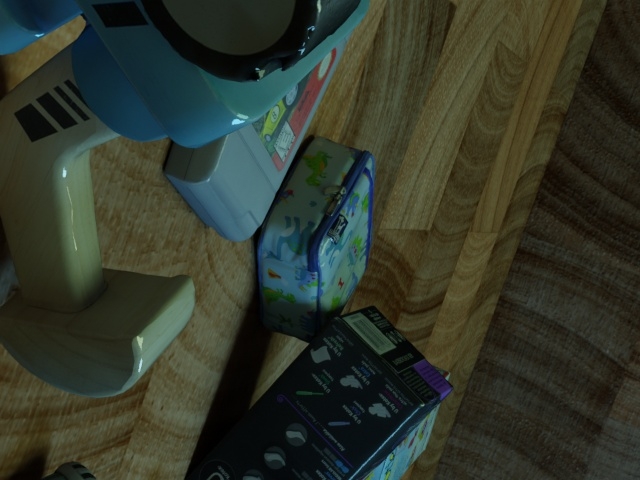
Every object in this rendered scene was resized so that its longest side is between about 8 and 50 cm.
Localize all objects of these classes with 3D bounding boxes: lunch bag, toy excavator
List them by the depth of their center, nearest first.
[{"bbox_3d":[-0.120,-0.130,0.821,0.433,0.445,0.222,58,41,-16],"label":"toy excavator"},{"bbox_3d":[0.000,0.000,1.554,0.219,0.090,0.176,92,22,-51],"label":"lunch bag"}]

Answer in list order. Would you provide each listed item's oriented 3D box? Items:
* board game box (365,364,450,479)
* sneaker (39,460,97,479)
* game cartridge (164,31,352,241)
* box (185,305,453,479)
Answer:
[{"bbox_3d":[0.071,0.270,2.012,0.275,0.142,0.144,-28,137,-67],"label":"board game box"},{"bbox_3d":[-0.252,0.293,1.163,0.098,0.083,0.223,-11,121,-44],"label":"sneaker"},{"bbox_3d":[-0.047,-0.158,1.273,0.294,0.060,0.196,-66,160,-12],"label":"game cartridge"},{"bbox_3d":[0.001,0.222,1.573,0.270,0.143,0.165,-48,167,13],"label":"box"}]
